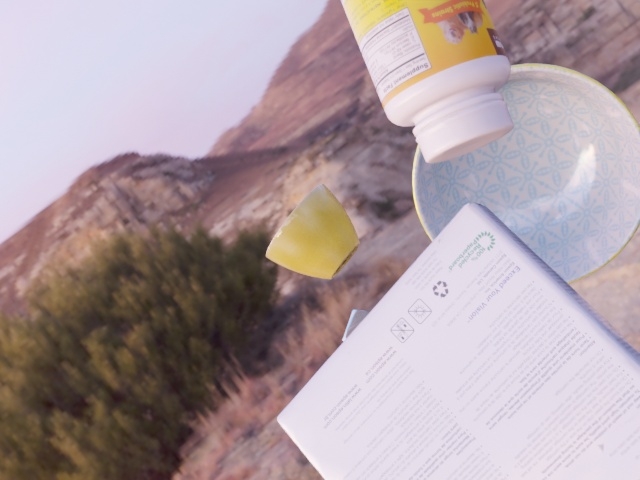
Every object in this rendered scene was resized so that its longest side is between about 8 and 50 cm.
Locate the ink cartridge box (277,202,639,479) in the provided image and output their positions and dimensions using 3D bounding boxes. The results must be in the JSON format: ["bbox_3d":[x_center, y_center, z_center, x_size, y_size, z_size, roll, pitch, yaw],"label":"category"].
[{"bbox_3d":[0.163,0.189,0.978,0.324,0.330,0.071,-49,-21,18],"label":"ink cartridge box"}]

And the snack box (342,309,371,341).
[{"bbox_3d":[0.211,0.182,1.493,0.321,0.187,0.060,5,67,45],"label":"snack box"}]

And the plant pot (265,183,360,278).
[{"bbox_3d":[0.000,0.000,1.408,0.134,0.095,0.134,-51,-7,-9],"label":"plant pot"}]

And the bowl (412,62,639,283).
[{"bbox_3d":[0.267,-0.095,1.269,0.289,0.289,0.156,-37,9,17],"label":"bowl"}]

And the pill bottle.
[{"bbox_3d":[0.093,-0.182,0.867,0.117,0.215,0.117,-21,-6,-2],"label":"pill bottle"}]
